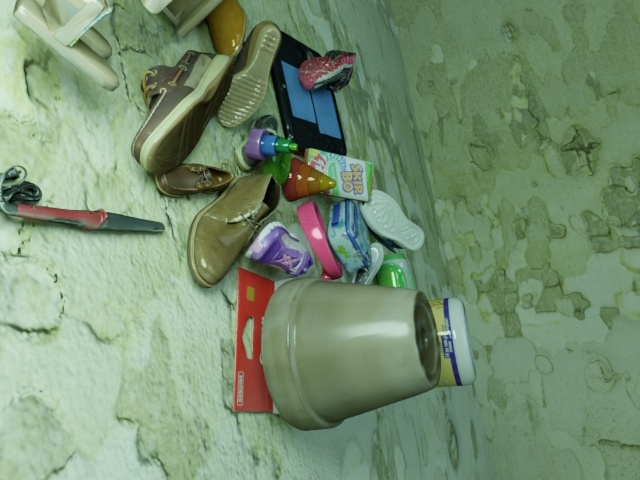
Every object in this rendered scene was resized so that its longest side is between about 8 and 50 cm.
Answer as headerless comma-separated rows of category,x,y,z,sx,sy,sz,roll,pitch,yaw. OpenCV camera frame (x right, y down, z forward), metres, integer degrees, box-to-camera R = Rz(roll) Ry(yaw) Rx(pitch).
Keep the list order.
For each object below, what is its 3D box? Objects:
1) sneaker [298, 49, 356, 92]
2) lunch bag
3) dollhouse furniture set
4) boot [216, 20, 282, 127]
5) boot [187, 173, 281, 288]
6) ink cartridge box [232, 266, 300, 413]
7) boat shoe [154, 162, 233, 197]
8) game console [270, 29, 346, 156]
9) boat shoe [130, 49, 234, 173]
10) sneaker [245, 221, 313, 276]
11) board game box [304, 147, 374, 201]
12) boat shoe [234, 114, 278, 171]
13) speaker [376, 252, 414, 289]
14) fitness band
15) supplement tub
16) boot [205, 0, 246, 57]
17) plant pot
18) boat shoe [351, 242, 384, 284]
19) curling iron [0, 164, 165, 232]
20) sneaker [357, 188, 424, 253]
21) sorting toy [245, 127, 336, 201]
sneaker,0.034,-0.519,1.394,0.299,0.121,0.111,-45,146,-48
lunch bag,0.089,-0.021,1.362,0.176,0.090,0.218,59,20,-28
dollhouse furniture set,-0.229,-0.434,0.702,0.256,0.362,0.394,41,13,-47
boot,-0.170,-0.390,1.035,0.090,0.248,0.207,26,14,-25
boot,-0.165,-0.038,0.878,0.112,0.115,0.305,58,32,-35
ink cartridge box,-0.080,0.223,0.968,0.261,0.066,0.295,35,47,-55
boat shoe,-0.235,-0.120,0.838,0.178,0.060,0.064,-16,92,-64
game console,-0.037,-0.442,1.390,0.342,0.060,0.385,-4,81,-64
boat shoe,-0.268,-0.254,0.804,0.123,0.123,0.341,22,51,-5
sneaker,-0.075,0.031,0.960,0.104,0.095,0.236,43,5,15
board game box,0.064,-0.190,1.327,0.260,0.039,0.123,5,91,-36
boat shoe,-0.136,-0.246,1.079,0.080,0.074,0.223,62,31,-30
speaker,0.276,0.202,1.604,0.131,0.131,0.296,16,63,-60
fitness band,0.000,0.000,1.131,0.291,0.055,0.208,-74,144,-85
supplement tub,0.251,0.296,1.249,0.241,0.332,0.240,-10,90,-72
boot,-0.274,-0.557,0.959,0.211,0.104,0.294,14,62,-54
plant pot,0.085,0.217,0.908,0.323,0.281,0.322,39,45,-54
boat shoe,0.145,0.091,1.401,0.184,0.066,0.063,-60,164,1
curling iron,-0.332,-0.043,0.640,0.274,0.035,0.068,19,61,-59
sneaker,0.199,-0.077,1.572,0.323,0.236,0.130,35,83,-30
sorting toy,-0.050,-0.174,1.057,0.365,0.126,0.126,30,69,-73
